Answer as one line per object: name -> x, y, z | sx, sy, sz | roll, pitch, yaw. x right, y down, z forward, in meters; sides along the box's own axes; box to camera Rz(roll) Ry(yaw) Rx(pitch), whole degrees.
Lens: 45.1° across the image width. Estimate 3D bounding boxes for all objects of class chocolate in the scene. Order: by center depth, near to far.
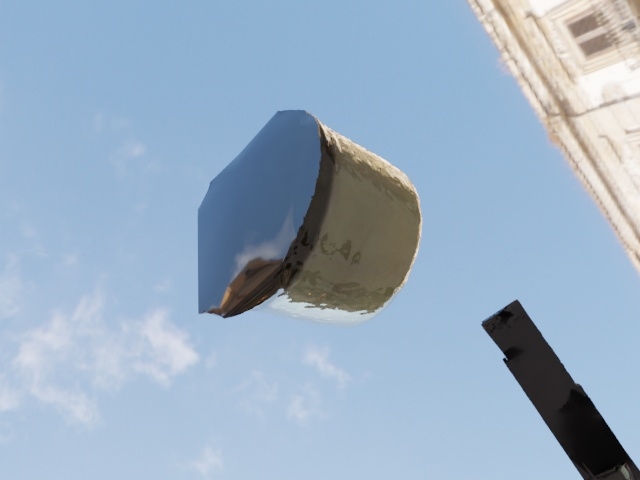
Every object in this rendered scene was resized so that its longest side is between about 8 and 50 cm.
chocolate -> 0.000, 0.000, 1.219 | 0.297, 0.314, 0.326 | 31, -58, -32

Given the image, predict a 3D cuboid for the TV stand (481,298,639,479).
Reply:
TV stand -> 0.286, 0.191, 0.917 | 0.040, 0.049, 0.256 | -20, -107, -46
